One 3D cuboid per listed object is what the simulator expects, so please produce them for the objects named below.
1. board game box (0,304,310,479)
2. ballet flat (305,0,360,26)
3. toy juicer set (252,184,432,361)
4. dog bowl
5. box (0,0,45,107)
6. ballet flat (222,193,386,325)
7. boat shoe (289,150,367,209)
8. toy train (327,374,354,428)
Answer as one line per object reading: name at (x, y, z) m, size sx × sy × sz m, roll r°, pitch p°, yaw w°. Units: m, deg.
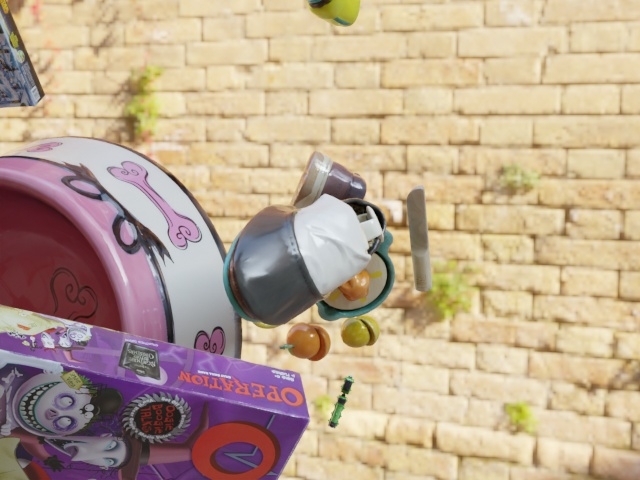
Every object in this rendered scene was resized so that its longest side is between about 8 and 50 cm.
board game box at (-0.169, 0.200, 0.649) m, size 0.208 × 0.347 × 0.056 m, roll 13°, pitch 29°, yaw -24°
ballet flat at (0.016, -0.356, 1.292) m, size 0.077 × 0.231 × 0.077 m, roll -23°, pitch -34°, yaw 33°
toy juicer set at (0.065, 0.083, 1.644) m, size 0.329 × 0.209 × 0.089 m, roll -30°, pitch 32°, yaw 3°
dog bowl at (-0.292, 0.094, 1.082) m, size 0.408 × 0.408 × 0.150 m, roll 2°, pitch 4°, yaw 22°
box at (-0.360, -0.204, 1.124) m, size 0.094 × 0.137 × 0.027 m, roll 0°, pitch 38°, yaw 19°
ballet flat at (0.000, 0.000, 0.942) m, size 0.096 × 0.095 × 0.280 m, roll -21°, pitch 5°, yaw 17°
boat shoe at (0.006, -0.040, 1.431) m, size 0.092 × 0.103 × 0.285 m, roll 25°, pitch -15°, yaw 0°
toy train at (0.030, 0.234, 1.530) m, size 0.017 × 0.083 × 0.024 m, roll 20°, pitch 7°, yaw 2°
